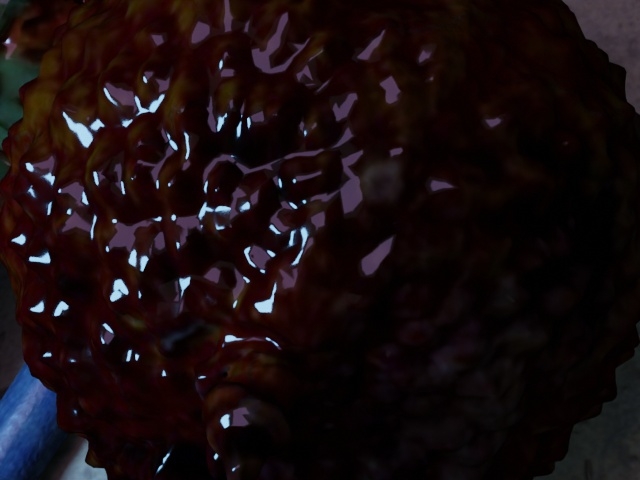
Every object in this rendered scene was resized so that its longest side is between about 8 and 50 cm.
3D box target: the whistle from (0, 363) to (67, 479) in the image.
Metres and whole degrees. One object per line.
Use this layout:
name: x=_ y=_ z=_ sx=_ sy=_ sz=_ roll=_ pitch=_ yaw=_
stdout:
whistle: x=-0.229 y=0.148 z=1.400 sx=0.062 sy=0.062 sz=0.304 roll=29 pitch=82 yaw=32

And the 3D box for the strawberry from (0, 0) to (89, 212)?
strawberry: x=-0.314 y=-0.150 z=1.314 sx=0.312 sy=0.267 sz=0.351 roll=-22 pitch=32 yaw=-8

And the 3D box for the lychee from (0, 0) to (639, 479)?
lychee: x=0.000 y=0.000 z=1.121 sx=0.425 sy=0.500 sz=0.424 roll=4 pitch=111 yaw=11
